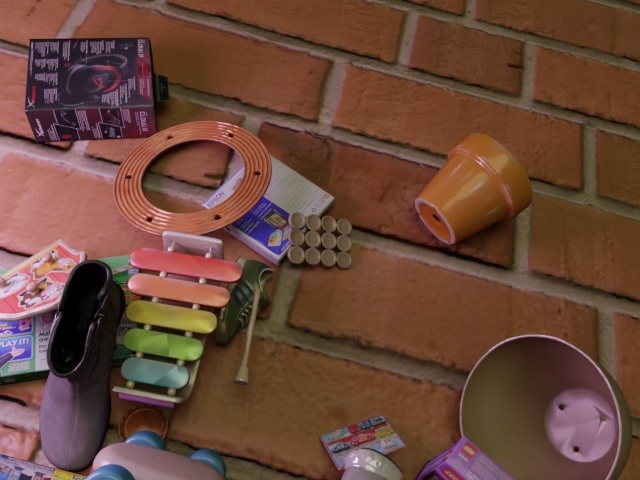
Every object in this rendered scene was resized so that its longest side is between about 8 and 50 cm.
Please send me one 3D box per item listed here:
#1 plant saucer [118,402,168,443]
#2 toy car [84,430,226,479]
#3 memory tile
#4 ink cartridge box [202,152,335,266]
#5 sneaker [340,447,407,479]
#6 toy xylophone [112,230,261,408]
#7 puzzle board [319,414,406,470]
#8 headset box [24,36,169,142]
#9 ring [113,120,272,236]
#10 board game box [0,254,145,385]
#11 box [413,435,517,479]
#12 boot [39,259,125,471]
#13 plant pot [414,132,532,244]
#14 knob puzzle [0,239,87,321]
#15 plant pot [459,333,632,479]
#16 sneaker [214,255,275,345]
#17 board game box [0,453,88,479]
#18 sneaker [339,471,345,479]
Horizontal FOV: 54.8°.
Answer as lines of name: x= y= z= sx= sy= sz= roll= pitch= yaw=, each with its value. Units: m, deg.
plant saucer: x=-0.309 y=0.326 z=1.078 sx=0.083 sy=0.013 sz=0.084 roll=5 pitch=59 yaw=-8
toy car: x=-0.268 y=0.447 z=0.938 sx=0.210 sy=0.219 sz=0.238 roll=17 pitch=88 yaw=-1
memory tile: x=0.000 y=0.000 z=1.292 sx=0.148 sy=0.012 sz=0.113 roll=7 pitch=72 yaw=-25
ink cartridge box: x=-0.110 y=-0.076 z=1.332 sx=0.208 sy=0.045 sz=0.206 roll=35 pitch=61 yaw=11
sneaker: x=0.136 y=0.441 z=0.960 sx=0.262 sy=0.099 sz=0.121 roll=29 pitch=46 yaw=1
toy xylophone: x=-0.230 y=0.140 z=1.096 sx=0.236 sy=0.081 sz=0.323 roll=2 pitch=63 yaw=-2
puzzle board: x=0.073 y=0.353 z=1.092 sx=0.128 sy=0.011 sz=0.096 roll=-14 pitch=21 yaw=-16
headset box: x=-0.492 y=-0.342 z=1.389 sx=0.293 sy=0.110 sz=0.218 roll=-5 pitch=61 yaw=-12
ring: x=-0.269 y=-0.133 z=1.314 sx=0.336 sy=0.032 sz=0.337 roll=-3 pitch=52 yaw=3
board game box: x=-0.489 y=0.143 z=1.139 sx=0.317 sy=0.046 sz=0.214 roll=-6 pitch=60 yaw=-13
box: x=0.300 y=0.456 z=0.992 sx=0.293 sy=0.201 sz=0.057 roll=39 pitch=61 yaw=14
boot: x=-0.391 y=0.205 z=0.974 sx=0.118 sy=0.222 sz=0.338 roll=5 pitch=80 yaw=-12
plant pot: x=0.316 y=-0.095 z=1.340 sx=0.188 sy=0.205 sz=0.205 roll=-38 pitch=71 yaw=-11
knob puzzle: x=-0.498 y=0.070 z=1.079 sx=0.213 sy=0.030 sz=0.213 roll=-11 pitch=36 yaw=8
plant pot: x=0.417 y=0.320 z=1.081 sx=0.191 sy=0.284 sz=0.284 roll=19 pitch=50 yaw=-41
sneaker: x=-0.141 y=0.118 z=1.199 sx=0.086 sy=0.064 sz=0.192 roll=11 pitch=55 yaw=3
board game box: x=-0.484 y=0.443 z=0.953 sx=0.194 sy=0.060 sz=0.194 roll=16 pitch=59 yaw=0
sneaker: x=0.072 y=0.519 z=0.975 sx=0.129 sy=0.111 sz=0.297 roll=16 pitch=59 yaw=-6
